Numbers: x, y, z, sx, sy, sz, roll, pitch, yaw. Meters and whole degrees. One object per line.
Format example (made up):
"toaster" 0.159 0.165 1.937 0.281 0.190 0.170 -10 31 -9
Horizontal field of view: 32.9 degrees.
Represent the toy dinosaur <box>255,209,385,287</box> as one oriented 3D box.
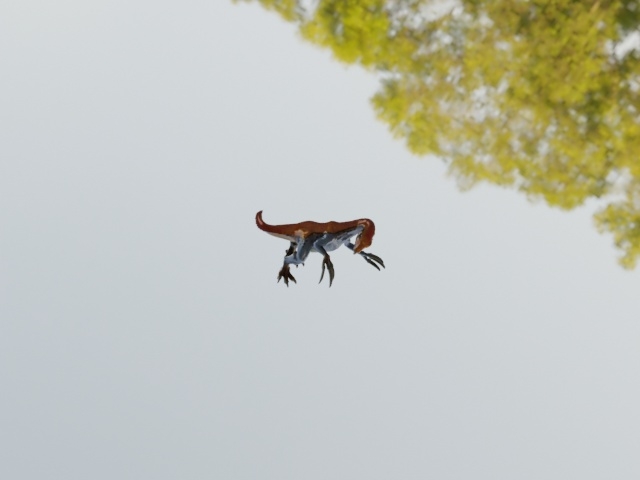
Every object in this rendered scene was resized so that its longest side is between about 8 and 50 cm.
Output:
"toy dinosaur" 0.000 0.000 0.732 0.090 0.082 0.047 45 -141 -1
